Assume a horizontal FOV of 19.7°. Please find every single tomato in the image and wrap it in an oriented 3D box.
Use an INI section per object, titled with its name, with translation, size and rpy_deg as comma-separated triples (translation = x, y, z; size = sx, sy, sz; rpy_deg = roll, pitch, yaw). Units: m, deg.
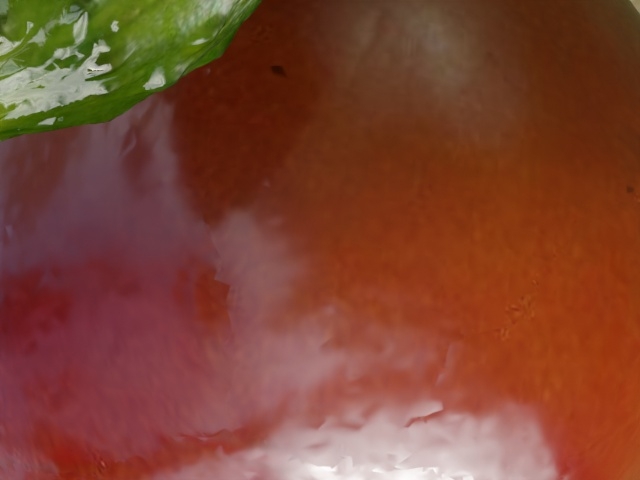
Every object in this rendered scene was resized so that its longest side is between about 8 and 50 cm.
[tomato]
translation = 0.000, 0.000, 0.729
size = 0.321, 0.321, 0.321
rpy_deg = 45, 172, 7

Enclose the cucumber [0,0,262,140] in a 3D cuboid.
[cucumber]
translation = -0.053, -0.111, 0.524
size = 0.134, 0.244, 0.134
rpy_deg = 22, 147, 15
